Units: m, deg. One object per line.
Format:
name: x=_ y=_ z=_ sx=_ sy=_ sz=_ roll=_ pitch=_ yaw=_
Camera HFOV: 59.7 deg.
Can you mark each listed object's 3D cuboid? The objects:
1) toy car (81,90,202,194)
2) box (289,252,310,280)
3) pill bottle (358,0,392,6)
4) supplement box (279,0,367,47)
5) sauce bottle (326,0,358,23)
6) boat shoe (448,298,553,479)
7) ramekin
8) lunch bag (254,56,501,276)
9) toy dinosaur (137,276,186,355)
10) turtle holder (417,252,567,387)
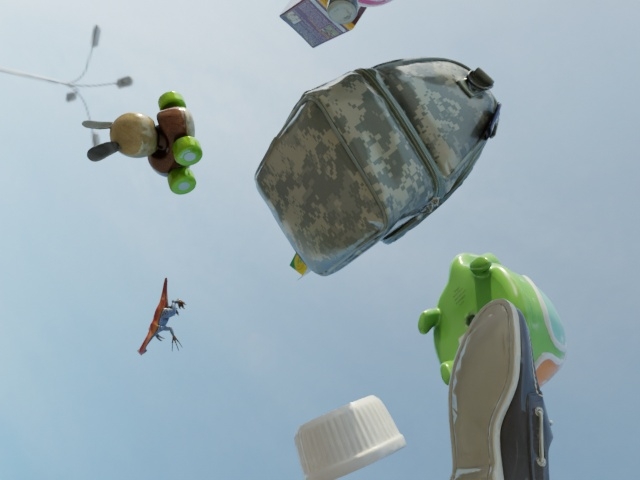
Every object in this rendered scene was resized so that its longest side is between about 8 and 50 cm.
toy car: x=-0.330 y=-0.178 z=1.017 sx=0.155 sy=0.188 sz=0.149 roll=65 pitch=-34 yaw=32
box: x=0.000 y=0.000 z=1.172 sx=0.043 sy=0.105 sz=0.179 roll=36 pitch=-58 yaw=17
pill bottle: x=0.108 y=-0.418 z=0.681 sx=0.283 sy=0.160 sz=0.161 roll=176 pitch=-86 yaw=-70
supplement box: x=0.006 y=-0.475 z=1.140 sx=0.081 sy=0.104 sz=0.188 roll=-57 pitch=-155 yaw=-8
sauce bottle: x=0.027 y=-0.247 z=0.493 sx=0.042 sy=0.042 sz=0.128 roll=-12 pitch=-120 yaw=39
boat shoe: x=0.147 y=0.150 z=0.443 sx=0.075 sy=0.064 sz=0.206 roll=-34 pitch=-140 yaw=58
ramekin: x=0.047 y=0.376 z=1.056 sx=0.207 sy=0.207 sz=0.109 roll=-37 pitch=-112 yaw=33
lunch bag: x=0.082 y=-0.112 z=0.798 sx=0.213 sy=0.256 sz=0.305 roll=55 pitch=-27 yaw=5
toy dinosaur: x=-0.217 y=0.109 z=0.736 sx=0.047 sy=0.082 sz=0.090 roll=-26 pitch=-82 yaw=38
turtle holder: x=0.343 y=0.169 z=1.117 sx=0.244 sy=0.227 sz=0.320 roll=-65 pitch=-156 yaw=9
